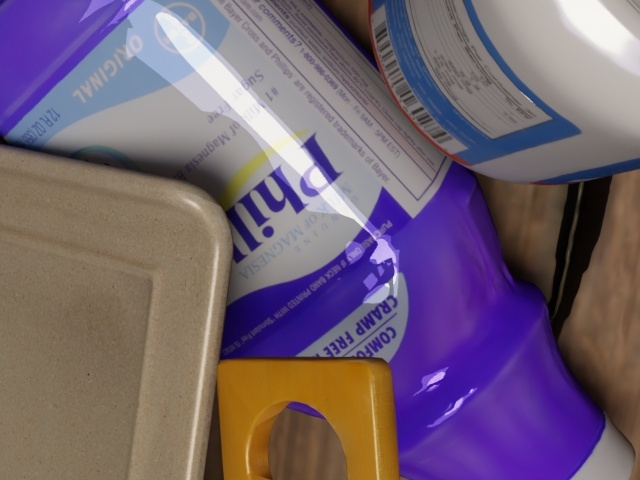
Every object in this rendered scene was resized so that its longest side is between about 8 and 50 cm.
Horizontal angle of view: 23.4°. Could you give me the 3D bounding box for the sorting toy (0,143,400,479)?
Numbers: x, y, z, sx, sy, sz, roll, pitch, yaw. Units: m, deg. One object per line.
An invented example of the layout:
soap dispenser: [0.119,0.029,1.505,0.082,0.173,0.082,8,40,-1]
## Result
sorting toy: [-0.097,0.064,0.555,0.348,0.047,0.196,13,101,40]

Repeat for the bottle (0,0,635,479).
bottle: [0.000,0.000,0.570,0.118,0.092,0.283,-38,100,28]

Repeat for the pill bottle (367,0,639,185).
pill bottle: [0.092,-0.083,0.439,0.124,0.221,0.124,0,89,-9]
